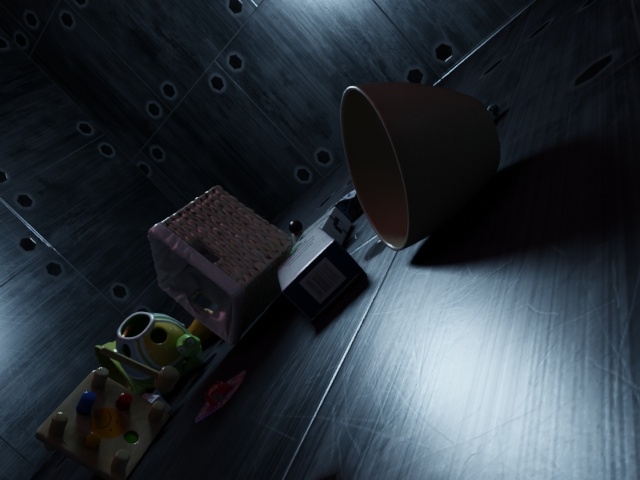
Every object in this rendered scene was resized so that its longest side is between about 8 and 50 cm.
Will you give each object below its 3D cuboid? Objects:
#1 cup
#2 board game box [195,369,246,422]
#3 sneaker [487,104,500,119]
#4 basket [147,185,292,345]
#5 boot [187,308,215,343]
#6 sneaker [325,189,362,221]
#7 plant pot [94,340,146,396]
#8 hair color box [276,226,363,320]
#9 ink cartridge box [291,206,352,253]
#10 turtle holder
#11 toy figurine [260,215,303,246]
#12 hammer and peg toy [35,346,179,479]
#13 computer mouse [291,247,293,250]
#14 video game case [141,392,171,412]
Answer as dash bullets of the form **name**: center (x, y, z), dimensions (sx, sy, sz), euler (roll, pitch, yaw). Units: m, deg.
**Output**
- **cup**: center (0.207, -0.170, 1.206), dimensions (0.237, 0.331, 0.331), euler (-18, 5, -11)
- **board game box**: center (-0.251, 0.365, 1.477), dimensions (0.169, 0.033, 0.133), euler (-37, 11, 34)
- **sneaker**: center (0.431, -0.319, 1.624), dimensions (0.098, 0.038, 0.069), euler (-48, 11, -27)
- **basket**: center (-0.290, 0.068, 1.806), dimensions (0.266, 0.328, 0.331), euler (-46, -17, -30)
- **boot**: center (-0.453, 0.365, 2.216), dimensions (0.211, 0.104, 0.295), euler (-54, 10, -25)
- **sneaker**: center (0.109, -0.119, 2.036), dimensions (0.211, 0.080, 0.081), euler (-33, 4, 7)
- **plant pot**: center (-0.702, 0.459, 2.411), dimensions (0.254, 0.276, 0.276), euler (-35, 3, -31)
- **hair color box**: center (-0.013, 0.073, 1.547), dimensions (0.174, 0.105, 0.347), euler (-44, 9, 0)
- **ink cartridge box**: center (0.000, 0.000, 1.888), dimensions (0.153, 0.087, 0.208), euler (-39, 9, 26)
- **turtle holder**: center (-0.536, 0.364, 2.011), dimensions (0.243, 0.227, 0.320), euler (-40, 37, -17)
- **toy figurine**: center (-0.159, 0.016, 2.087), dimensions (0.210, 0.148, 0.213), euler (2, 31, 27)
- **hammer and peg toy**: center (-0.556, 0.461, 1.657), dimensions (0.127, 0.266, 0.361), euler (-60, 0, 31)
- **computer mouse**: center (-0.165, 0.108, 2.307), dimensions (0.242, 0.041, 0.071), euler (-40, -17, -9)
- **video game case**: center (-0.580, 0.577, 1.851), dimensions (0.244, 0.061, 0.269), euler (-46, 9, -25)
